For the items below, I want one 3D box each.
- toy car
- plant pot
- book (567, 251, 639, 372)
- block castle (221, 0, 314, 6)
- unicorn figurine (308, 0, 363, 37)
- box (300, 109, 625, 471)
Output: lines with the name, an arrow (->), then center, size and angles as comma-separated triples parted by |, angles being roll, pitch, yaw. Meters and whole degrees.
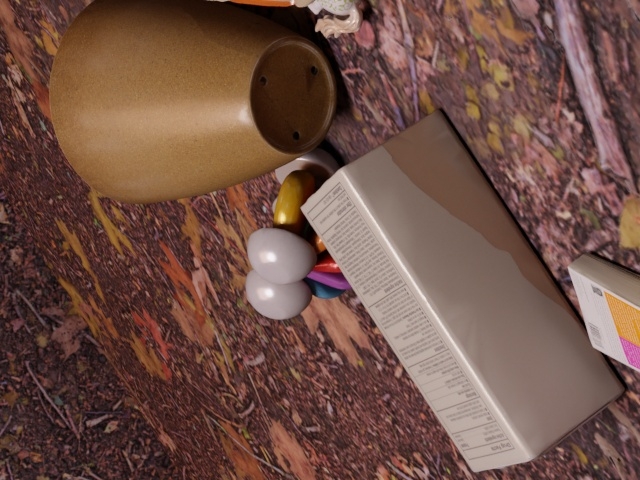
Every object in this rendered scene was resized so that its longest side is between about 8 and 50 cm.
toy car -> 0.000, 0.000, 1.574 | 0.136, 0.159, 0.182 | 16, 149, 5
plant pot -> -0.112, -0.147, 1.503 | 0.254, 0.237, 0.237 | 7, 128, 47
book -> 0.270, 0.076, 1.202 | 0.144, 0.035, 0.096 | 30, 149, 51
block castle -> -0.089, -0.346, 0.972 | 0.453, 0.213, 0.303 | 11, 137, 30
unicorn figurine -> -0.003, -0.256, 1.316 | 0.162, 0.060, 0.111 | 50, 164, -29
box -> 0.127, 0.052, 1.355 | 0.311, 0.121, 0.148 | 57, 159, 1
